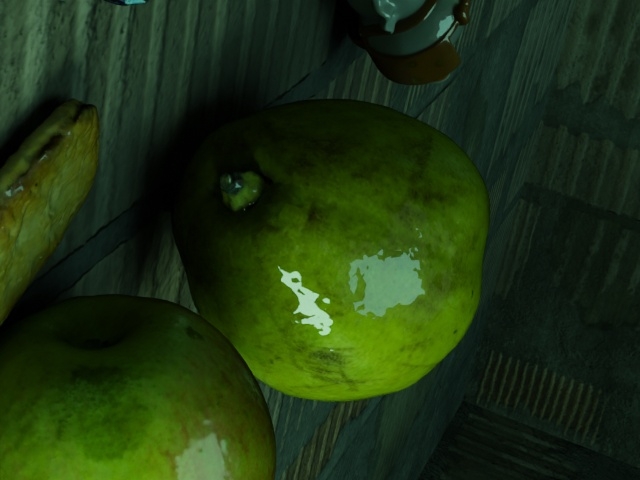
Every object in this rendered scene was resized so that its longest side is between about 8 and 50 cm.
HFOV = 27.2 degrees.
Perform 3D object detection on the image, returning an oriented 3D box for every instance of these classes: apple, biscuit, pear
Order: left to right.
[{"bbox_3d":[-0.215,0.005,0.886,0.118,0.029,0.247,101,16,-53],"label":"biscuit"},{"bbox_3d":[-0.159,0.153,0.980,0.246,0.246,0.226,-53,139,-47],"label":"apple"},{"bbox_3d":[0.000,0.000,1.204,0.375,0.287,0.287,31,79,-60],"label":"pear"}]

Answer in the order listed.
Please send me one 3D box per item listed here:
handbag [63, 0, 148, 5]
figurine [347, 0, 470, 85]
[{"bbox_3d":[-0.099,-0.263,0.790,0.260,0.113,0.162,-61,158,-27],"label":"handbag"},{"bbox_3d":[0.092,-0.260,1.405,0.271,0.143,0.143,75,37,-63],"label":"figurine"}]
